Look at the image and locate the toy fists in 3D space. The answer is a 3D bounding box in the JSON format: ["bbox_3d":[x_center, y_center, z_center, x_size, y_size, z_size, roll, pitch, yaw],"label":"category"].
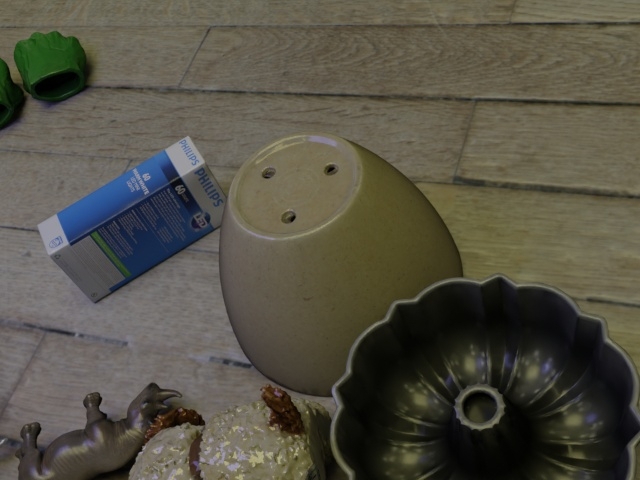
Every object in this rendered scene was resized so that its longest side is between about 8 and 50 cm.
[{"bbox_3d":[-0.585,-0.311,1.598,0.279,0.096,0.142,-24,60,-1],"label":"toy fists"}]

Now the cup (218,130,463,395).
[{"bbox_3d":[0.000,0.000,1.063,0.331,0.237,0.331,-10,52,13],"label":"cup"}]

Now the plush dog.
[{"bbox_3d":[-0.106,0.260,0.904,0.226,0.210,0.262,-18,39,8],"label":"plush dog"}]

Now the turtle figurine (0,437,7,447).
[{"bbox_3d":[-0.631,0.266,1.116,0.275,0.197,0.266,28,73,39],"label":"turtle figurine"}]

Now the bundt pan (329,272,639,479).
[{"bbox_3d":[0.182,0.207,0.913,0.331,0.124,0.330,-9,54,12],"label":"bundt pan"}]

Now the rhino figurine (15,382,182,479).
[{"bbox_3d":[-0.288,0.259,1.079,0.243,0.073,0.106,-27,47,-3],"label":"rhino figurine"}]

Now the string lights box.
[{"bbox_3d":[-0.272,-0.030,1.248,0.260,0.133,0.076,-32,50,-6],"label":"string lights box"}]
